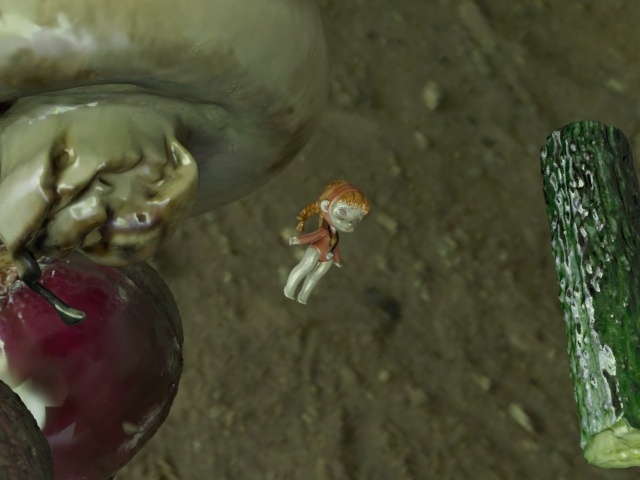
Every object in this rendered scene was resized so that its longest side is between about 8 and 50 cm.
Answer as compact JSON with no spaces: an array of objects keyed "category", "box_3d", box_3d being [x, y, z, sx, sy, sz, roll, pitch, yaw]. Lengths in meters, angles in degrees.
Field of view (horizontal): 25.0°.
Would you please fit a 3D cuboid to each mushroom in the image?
[{"category":"mushroom","box_3d":[-0.166,-0.094,1.048,0.362,0.362,0.294,11,60,-38]}]

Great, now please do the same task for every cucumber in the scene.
[{"category":"cucumber","box_3d":[0.153,0.025,0.769,0.058,0.058,0.187,14,58,-34]}]

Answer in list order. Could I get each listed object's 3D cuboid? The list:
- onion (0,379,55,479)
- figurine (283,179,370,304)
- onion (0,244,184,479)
[{"category":"onion","box_3d":[-0.329,0.176,1.082,0.250,0.111,0.247,26,26,-27]},{"category":"figurine","box_3d":[0.000,0.000,1.209,0.064,0.109,0.047,26,3,-43]},{"category":"onion","box_3d":[-0.307,0.157,1.563,0.337,0.281,0.260,-16,28,-3]}]
